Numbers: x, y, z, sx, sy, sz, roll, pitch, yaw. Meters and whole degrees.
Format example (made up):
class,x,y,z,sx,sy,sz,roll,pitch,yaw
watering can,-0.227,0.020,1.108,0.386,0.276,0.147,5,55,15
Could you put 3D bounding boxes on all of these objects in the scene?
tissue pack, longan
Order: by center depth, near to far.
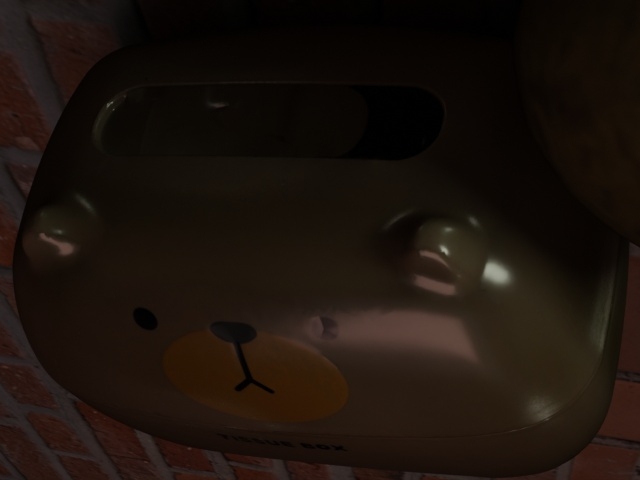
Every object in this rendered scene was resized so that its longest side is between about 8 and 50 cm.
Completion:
class,x,y,z,sx,sy,sz,roll,pitch,yaw
longan,0.231,-0.091,0.721,0.246,0.215,0.246,-11,143,-8
tissue pack,0.000,0.000,0.925,0.387,0.267,0.277,4,151,21
